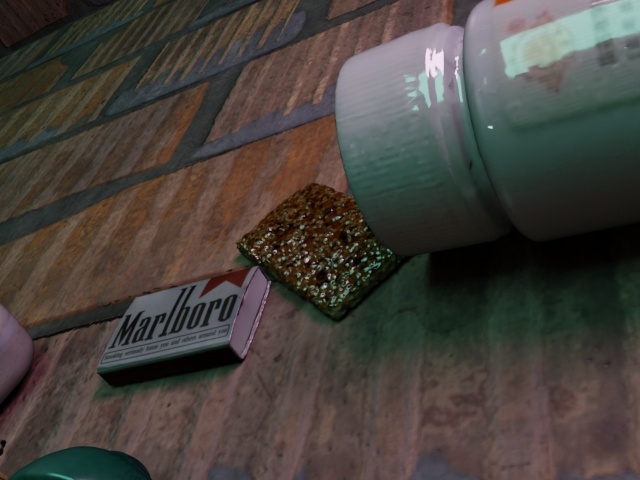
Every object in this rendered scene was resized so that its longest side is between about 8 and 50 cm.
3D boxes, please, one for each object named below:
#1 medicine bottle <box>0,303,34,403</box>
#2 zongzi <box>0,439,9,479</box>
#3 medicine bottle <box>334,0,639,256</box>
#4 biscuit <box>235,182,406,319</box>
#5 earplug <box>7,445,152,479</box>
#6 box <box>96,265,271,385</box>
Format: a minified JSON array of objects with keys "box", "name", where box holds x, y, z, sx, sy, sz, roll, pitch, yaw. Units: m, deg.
[{"box":[-0.524,0.213,0.900,0.282,0.123,0.375,10,52,46],"name":"medicine bottle"},{"box":[-0.356,0.289,0.687,0.189,0.081,0.178,-27,31,12],"name":"zongzi"},{"box":[0.216,-0.112,0.617,0.372,0.211,0.211,-12,37,28],"name":"medicine bottle"},{"box":[0.000,0.000,0.829,0.131,0.025,0.231,-41,33,-14],"name":"biscuit"},{"box":[-0.159,0.243,0.511,0.258,0.163,0.280,-13,25,17],"name":"earplug"},{"box":[-0.147,0.091,0.823,0.178,0.036,0.115,-16,35,26],"name":"box"}]
